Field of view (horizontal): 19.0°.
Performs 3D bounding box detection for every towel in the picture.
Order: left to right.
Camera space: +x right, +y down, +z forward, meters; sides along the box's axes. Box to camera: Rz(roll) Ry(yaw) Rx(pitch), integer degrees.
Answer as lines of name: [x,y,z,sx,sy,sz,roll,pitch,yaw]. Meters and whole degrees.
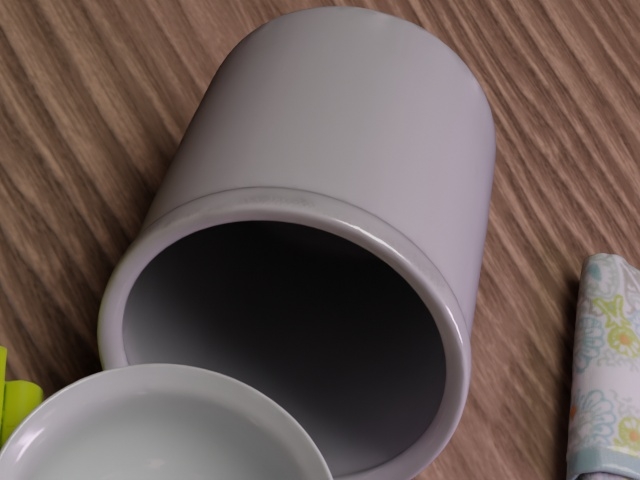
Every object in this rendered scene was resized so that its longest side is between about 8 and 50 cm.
towel: [0.440,0.222,2.216,0.374,0.090,0.320,30,42,-21]

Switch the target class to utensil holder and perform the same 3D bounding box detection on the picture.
utensil holder: [0.000,0.000,1.786,0.327,0.327,0.385,37,34,-14]

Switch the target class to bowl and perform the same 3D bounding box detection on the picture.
bowl: [-0.136,0.263,1.613,0.298,0.134,0.298,4,55,-6]

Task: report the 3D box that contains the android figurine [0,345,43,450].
android figurine: [-0.352,0.145,1.612,0.248,0.056,0.273,23,47,-27]
